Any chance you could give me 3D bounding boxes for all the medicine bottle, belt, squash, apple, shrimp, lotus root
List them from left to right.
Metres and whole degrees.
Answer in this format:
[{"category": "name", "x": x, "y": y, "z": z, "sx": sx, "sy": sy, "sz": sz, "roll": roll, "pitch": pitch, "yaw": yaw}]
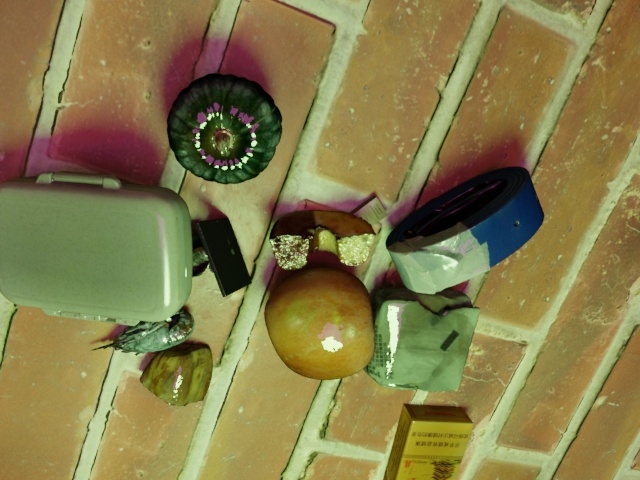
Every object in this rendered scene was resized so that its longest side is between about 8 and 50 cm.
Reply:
[{"category": "medicine bottle", "x": -0.426, "y": 0.013, "z": 1.018, "sx": 0.376, "sy": 0.123, "sz": 0.282, "roll": 6, "pitch": 107, "yaw": 11}, {"category": "shrimp", "x": -0.385, "y": 0.206, "z": 1.176, "sx": 0.233, "sy": 0.079, "sz": 0.090, "roll": -15, "pitch": 149, "yaw": -2}, {"category": "lotus root", "x": -0.312, "y": 0.299, "z": 1.213, "sx": 0.160, "sy": 0.095, "sz": 0.135, "roll": 14, "pitch": 101, "yaw": -22}, {"category": "squash", "x": -0.179, "y": -0.208, "z": 1.027, "sx": 0.219, "sy": 0.172, "sz": 0.217, "roll": 0, "pitch": 93, "yaw": 0}, {"category": "apple", "x": -0.002, "y": 0.180, "z": 1.166, "sx": 0.254, "sy": 0.253, "sz": 0.253, "roll": -4, "pitch": 109, "yaw": -11}, {"category": "belt", "x": 0.314, "y": -0.024, "z": 1.176, "sx": 0.347, "sy": 0.212, "sz": 0.117, "roll": -31, "pitch": 113, "yaw": -6}]

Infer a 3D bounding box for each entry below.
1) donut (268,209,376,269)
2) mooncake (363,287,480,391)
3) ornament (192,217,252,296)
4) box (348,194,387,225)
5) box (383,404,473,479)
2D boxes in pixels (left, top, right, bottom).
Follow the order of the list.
[{"category": "donut", "x": 0.002, "y": -0.001, "z": 1.158, "sx": 0.218, "sy": 0.141, "sz": 0.085, "roll": -1, "pitch": 118, "yaw": -3}, {"category": "mooncake", "x": 0.223, "y": 0.230, "z": 1.280, "sx": 0.250, "sy": 0.136, "sz": 0.254, "roll": 8, "pitch": 101, "yaw": -16}, {"category": "ornament", "x": -0.271, "y": 0.057, "z": 1.124, "sx": 0.196, "sy": 0.166, "sz": 0.153, "roll": -19, "pitch": 90, "yaw": 14}, {"category": "box", "x": 0.102, "y": -0.055, "z": 1.219, "sx": 0.083, "sy": 0.024, "sz": 0.053, "roll": -34, "pitch": 111, "yaw": 2}, {"category": "box", "x": 0.277, "y": 0.572, "z": 1.439, "sx": 0.175, "sy": 0.076, "sz": 0.273, "roll": 8, "pitch": 106, "yaw": -13}]
